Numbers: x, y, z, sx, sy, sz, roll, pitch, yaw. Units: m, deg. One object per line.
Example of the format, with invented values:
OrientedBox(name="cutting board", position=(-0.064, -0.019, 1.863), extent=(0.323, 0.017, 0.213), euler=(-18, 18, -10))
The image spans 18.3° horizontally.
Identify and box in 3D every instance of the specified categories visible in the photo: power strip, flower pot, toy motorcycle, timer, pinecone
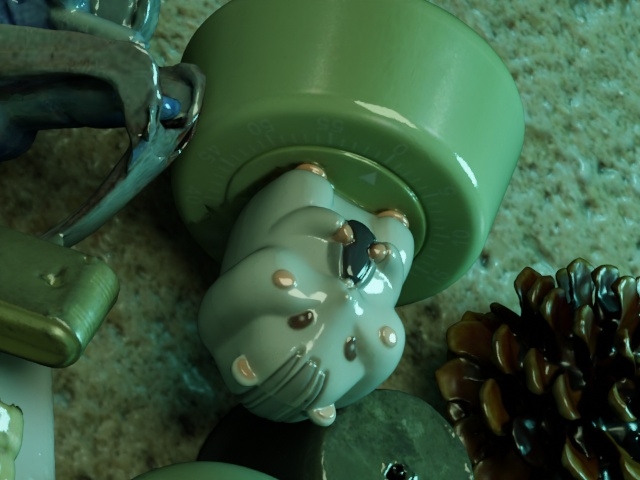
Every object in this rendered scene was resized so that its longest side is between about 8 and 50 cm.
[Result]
OrientedBox(name="power strip", position=(-0.339, 0.002, 1.439), extent=(0.387, 0.066, 0.092), euler=(19, 38, 8))
OrientedBox(name="flower pot", position=(0.028, 0.208, 1.583), extent=(0.235, 0.148, 0.235), euler=(12, 63, -24))
OrientedBox(name="toy motorcycle", position=(-0.258, -0.100, 1.495), extent=(0.182, 0.319, 0.241), euler=(54, 30, -55))
OrientedBox(name="timer", position=(0.000, 0.000, 1.549), extent=(0.290, 0.291, 0.315), euler=(27, 48, -17))
OrientedBox(name="pinecone", position=(0.241, 0.135, 1.682), extent=(0.264, 0.264, 0.264), euler=(13, 62, -25))

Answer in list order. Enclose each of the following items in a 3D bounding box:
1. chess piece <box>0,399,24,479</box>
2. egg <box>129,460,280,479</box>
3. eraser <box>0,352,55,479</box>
OrientedBox(name="chess piece", position=(-0.267, 0.250, 1.292), extent=(0.137, 0.137, 0.301), euler=(9, 68, -27))
OrientedBox(name="egg", position=(-0.072, 0.263, 1.422), extent=(0.203, 0.282, 0.203), euler=(-6, 101, -34))
OrientedBox(name="eraser", position=(-0.284, 0.202, 1.430), extent=(0.189, 0.104, 0.290), euler=(8, 64, -31))
